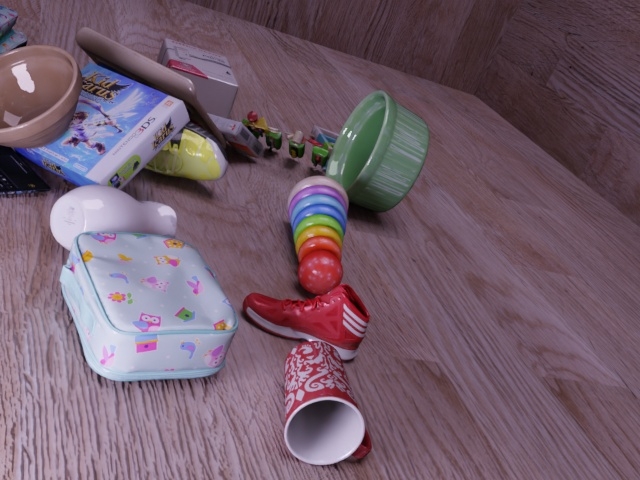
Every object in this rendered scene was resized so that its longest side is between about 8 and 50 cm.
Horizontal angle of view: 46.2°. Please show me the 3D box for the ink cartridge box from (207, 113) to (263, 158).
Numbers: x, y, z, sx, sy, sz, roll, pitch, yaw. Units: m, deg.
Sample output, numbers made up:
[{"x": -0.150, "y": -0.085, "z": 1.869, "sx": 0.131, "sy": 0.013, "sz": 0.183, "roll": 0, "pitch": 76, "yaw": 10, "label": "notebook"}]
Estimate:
[{"x": -0.254, "y": -0.277, "z": 1.943, "sx": 0.179, "sy": 0.045, "sz": 0.145, "roll": 15, "pitch": -12, "yaw": 24, "label": "ink cartridge box"}]

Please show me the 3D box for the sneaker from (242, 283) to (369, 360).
[{"x": -0.017, "y": 0.110, "z": 1.308, "sx": 0.221, "sy": 0.128, "sz": 0.087, "roll": 22, "pitch": 24, "yaw": -4, "label": "sneaker"}]

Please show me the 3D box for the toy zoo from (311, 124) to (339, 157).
[{"x": 0.079, "y": -0.281, "z": 2.288, "sx": 0.192, "sy": 0.030, "sz": 0.293, "roll": 19, "pitch": 19, "yaw": -18, "label": "toy zoo"}]

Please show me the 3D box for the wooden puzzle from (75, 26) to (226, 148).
[{"x": -0.403, "y": -0.331, "z": 1.787, "sx": 0.322, "sy": 0.081, "sz": 0.348, "roll": 29, "pitch": -11, "yaw": 11, "label": "wooden puzzle"}]

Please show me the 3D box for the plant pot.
[{"x": -0.554, "y": -0.254, "z": 1.426, "sx": 0.237, "sy": 0.110, "sz": 0.238, "roll": -5, "pitch": 54, "yaw": 7, "label": "plant pot"}]

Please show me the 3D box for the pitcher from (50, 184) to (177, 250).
[{"x": -0.384, "y": -0.037, "z": 1.321, "sx": 0.177, "sy": 0.126, "sz": 0.207, "roll": 12, "pitch": 6, "yaw": 28, "label": "pitcher"}]

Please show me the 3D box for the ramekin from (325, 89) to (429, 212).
[{"x": 0.149, "y": -0.220, "z": 1.949, "sx": 0.148, "sy": 0.303, "sz": 0.303, "roll": 23, "pitch": 23, "yaw": -20, "label": "ramekin"}]

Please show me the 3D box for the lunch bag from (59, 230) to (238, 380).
[{"x": -0.270, "y": 0.093, "z": 1.142, "sx": 0.224, "sy": 0.108, "sz": 0.279, "roll": 0, "pitch": 31, "yaw": -33, "label": "lunch bag"}]

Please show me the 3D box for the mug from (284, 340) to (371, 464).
[{"x": 0.001, "y": 0.245, "z": 1.114, "sx": 0.113, "sy": 0.150, "sz": 0.169, "roll": -17, "pitch": 25, "yaw": 0, "label": "mug"}]

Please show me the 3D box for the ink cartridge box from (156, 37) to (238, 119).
[{"x": -0.372, "y": -0.480, "z": 2.220, "sx": 0.207, "sy": 0.117, "sz": 0.283, "roll": 13, "pitch": 26, "yaw": -23, "label": "ink cartridge box"}]

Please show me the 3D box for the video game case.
[{"x": -0.441, "y": -0.225, "z": 1.494, "sx": 0.269, "sy": 0.061, "sz": 0.244, "roll": 25, "pitch": 60, "yaw": 24, "label": "video game case"}]

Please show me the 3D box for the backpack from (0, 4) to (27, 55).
[{"x": -0.824, "y": -0.461, "z": 1.711, "sx": 0.253, "sy": 0.191, "sz": 0.225, "roll": 14, "pitch": 26, "yaw": -8, "label": "backpack"}]

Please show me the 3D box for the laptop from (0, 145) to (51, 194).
[{"x": -0.650, "y": -0.192, "z": 1.353, "sx": 0.234, "sy": 0.137, "sz": 0.264, "roll": 39, "pitch": 30, "yaw": 31, "label": "laptop"}]

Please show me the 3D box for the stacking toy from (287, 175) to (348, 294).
[{"x": 0.000, "y": 0.000, "z": 1.573, "sx": 0.141, "sy": 0.141, "sz": 0.330, "roll": 17, "pitch": 31, "yaw": -14, "label": "stacking toy"}]

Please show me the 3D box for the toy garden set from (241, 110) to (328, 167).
[{"x": -0.100, "y": -0.258, "z": 1.995, "sx": 0.244, "sy": 0.049, "sz": 0.204, "roll": 21, "pitch": -9, "yaw": 1, "label": "toy garden set"}]

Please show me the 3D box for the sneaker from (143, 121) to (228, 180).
[{"x": -0.393, "y": -0.202, "z": 1.646, "sx": 0.384, "sy": 0.145, "sz": 0.147, "roll": 19, "pitch": 42, "yaw": 0, "label": "sneaker"}]

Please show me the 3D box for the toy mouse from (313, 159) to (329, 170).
[{"x": 0.048, "y": -0.194, "z": 2.113, "sx": 0.143, "sy": 0.031, "sz": 0.161, "roll": 15, "pitch": 26, "yaw": -19, "label": "toy mouse"}]
